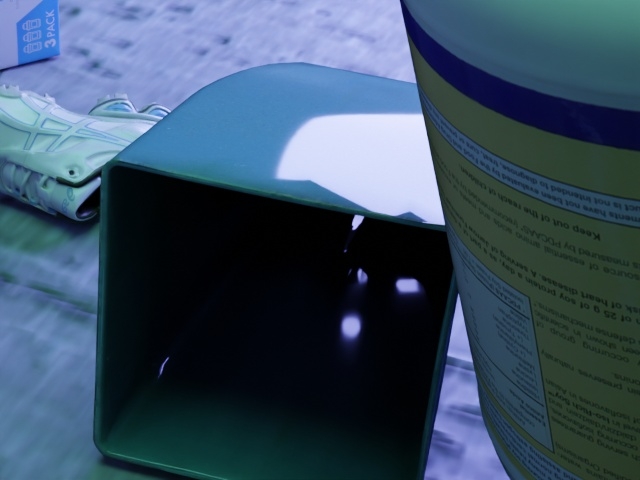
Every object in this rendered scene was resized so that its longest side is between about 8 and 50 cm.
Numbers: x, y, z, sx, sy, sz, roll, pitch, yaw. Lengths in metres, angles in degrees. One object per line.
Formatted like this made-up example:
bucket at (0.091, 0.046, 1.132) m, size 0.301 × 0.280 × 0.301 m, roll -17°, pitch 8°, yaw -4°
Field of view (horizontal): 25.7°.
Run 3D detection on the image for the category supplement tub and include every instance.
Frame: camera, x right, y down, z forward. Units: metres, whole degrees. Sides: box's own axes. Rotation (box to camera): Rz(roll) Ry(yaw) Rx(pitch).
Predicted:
supplement tub at (0.168, -0.011, 0.537) m, size 0.241 × 0.331 × 0.241 m, roll -9°, pitch 38°, yaw 7°

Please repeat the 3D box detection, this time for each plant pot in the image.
plant pot at (0.000, 0.000, 0.748) m, size 0.166 × 0.165 × 0.234 m, roll 11°, pitch 29°, yaw 9°

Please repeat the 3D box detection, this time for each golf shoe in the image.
golf shoe at (-0.170, -0.048, 0.871) m, size 0.176 × 0.069 × 0.086 m, roll -3°, pitch 42°, yaw -10°

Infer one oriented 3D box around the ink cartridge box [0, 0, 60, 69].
ink cartridge box at (-0.279, -0.167, 0.987) m, size 0.181 × 0.104 × 0.061 m, roll -20°, pitch 42°, yaw -30°
